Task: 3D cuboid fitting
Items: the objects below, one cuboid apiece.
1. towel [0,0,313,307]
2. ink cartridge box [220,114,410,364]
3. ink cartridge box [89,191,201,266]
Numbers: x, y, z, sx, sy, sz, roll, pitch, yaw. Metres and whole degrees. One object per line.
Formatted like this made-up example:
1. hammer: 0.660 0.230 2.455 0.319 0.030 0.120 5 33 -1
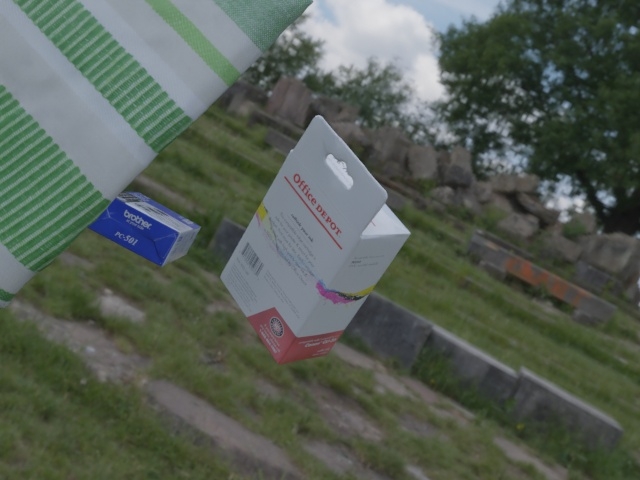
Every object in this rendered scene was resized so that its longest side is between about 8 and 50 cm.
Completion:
1. towel: -0.203 -0.141 0.618 0.248 0.325 0.038 46 4 10
2. ink cartridge box: 0.000 0.000 0.739 0.067 0.198 0.115 -3 46 -44
3. ink cartridge box: -0.204 -0.018 0.985 0.097 0.046 0.207 29 1 -4
